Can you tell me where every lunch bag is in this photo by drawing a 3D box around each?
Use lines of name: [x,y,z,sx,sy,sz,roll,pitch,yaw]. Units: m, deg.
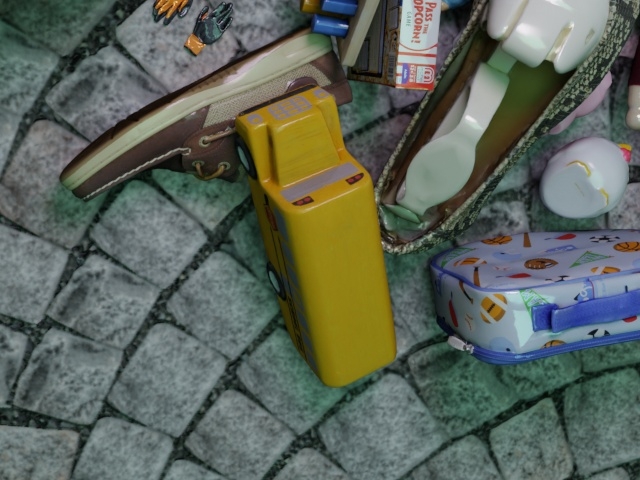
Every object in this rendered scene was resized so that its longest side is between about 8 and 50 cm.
lunch bag: [0.285,0.064,1.195,0.304,0.243,0.114,-10,103,-12]

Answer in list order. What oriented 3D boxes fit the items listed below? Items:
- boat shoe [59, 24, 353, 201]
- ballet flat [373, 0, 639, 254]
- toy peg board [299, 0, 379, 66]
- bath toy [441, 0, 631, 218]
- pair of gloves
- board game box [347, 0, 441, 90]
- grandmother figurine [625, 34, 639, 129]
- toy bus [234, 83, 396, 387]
boat shoe: [-0.119,-0.117,1.131,0.342,0.123,0.123,-30,105,-12]
ballet flat: [0.191,-0.162,1.068,0.164,0.182,0.482,36,121,7]
toy peg board: [0.011,-0.299,1.067,0.079,0.160,0.161,6,139,-15]
bath toy: [0.276,-0.193,1.210,0.348,0.151,0.129,60,41,-15]
pair of gloves: [-0.144,-0.260,1.150,0.083,0.010,0.074,41,90,-18]
board game box: [0.078,-0.243,1.110,0.045,0.193,0.146,2,101,-14]
grandmother figurine: [0.445,-0.195,1.244,0.208,0.104,0.342,-28,106,-47]
toy bus: [0.000,0.000,1.132,0.108,0.130,0.332,-23,130,-15]
